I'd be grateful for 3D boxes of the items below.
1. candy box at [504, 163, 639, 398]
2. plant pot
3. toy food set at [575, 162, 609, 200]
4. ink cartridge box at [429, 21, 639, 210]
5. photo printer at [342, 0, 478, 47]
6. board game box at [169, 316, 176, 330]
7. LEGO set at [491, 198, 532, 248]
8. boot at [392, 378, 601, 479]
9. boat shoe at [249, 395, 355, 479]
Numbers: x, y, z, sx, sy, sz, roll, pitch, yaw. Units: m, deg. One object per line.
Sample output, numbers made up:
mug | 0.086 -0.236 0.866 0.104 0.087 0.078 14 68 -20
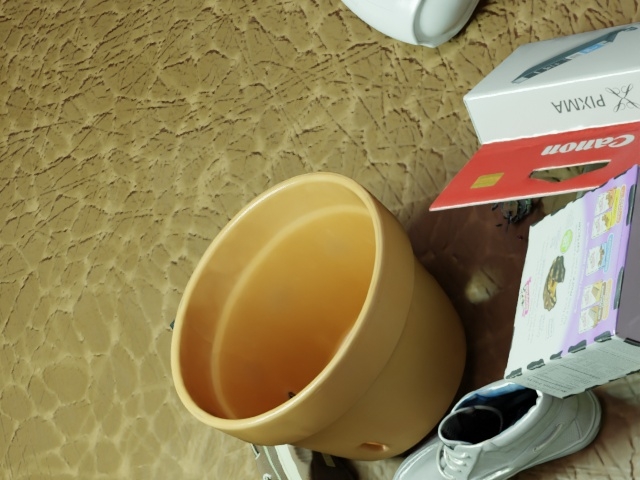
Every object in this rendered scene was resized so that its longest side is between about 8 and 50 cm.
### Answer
candy box | 0.255 0.042 1.641 0.196 0.070 0.165 146 140 -62
plant pot | 0.015 0.101 1.876 0.291 0.203 0.291 -27 46 32
toy food set | 0.327 0.009 1.690 0.306 0.092 0.220 -3 70 62
ink cartridge box | 0.272 -0.134 1.758 0.296 0.066 0.261 -7 26 39
photo printer | 0.115 -0.390 2.036 0.256 0.107 0.308 47 119 38
board game box | -0.090 0.073 2.123 0.186 0.026 0.126 -51 49 14
LEGO set | 0.212 -0.026 1.907 0.054 0.023 0.083 -32 68 30
boot | 0.147 0.201 1.800 0.258 0.123 0.095 -33 55 27
boat shoe | -0.017 0.279 1.944 0.095 0.095 0.257 -48 39 25
